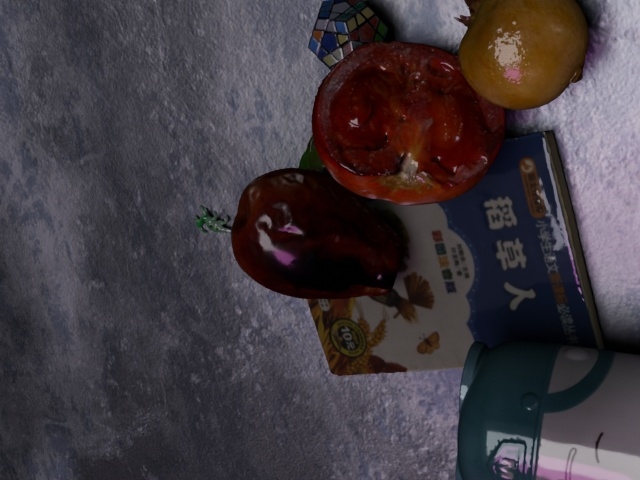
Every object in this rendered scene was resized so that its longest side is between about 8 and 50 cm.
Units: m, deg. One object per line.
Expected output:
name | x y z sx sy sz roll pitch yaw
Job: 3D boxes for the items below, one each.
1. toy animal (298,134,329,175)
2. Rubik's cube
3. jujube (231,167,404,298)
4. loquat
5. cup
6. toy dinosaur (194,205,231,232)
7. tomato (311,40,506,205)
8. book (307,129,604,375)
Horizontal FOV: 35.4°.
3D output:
toy animal | 0.013 -0.126 1.371 0.075 0.041 0.217 33 108 34
Rubik's cube | 0.035 -0.262 1.297 0.111 0.111 0.093 -31 63 38
jujube | 0.000 0.000 1.314 0.236 0.168 0.168 20 125 -15
loquat | 0.231 -0.227 1.152 0.163 0.137 0.163 12 119 23
cup | 0.302 0.266 1.217 0.257 0.219 0.290 7 110 21
toy dinosaur | -0.169 -0.021 1.573 0.062 0.021 0.083 -40 80 44
tomato | 0.104 -0.133 1.248 0.233 0.200 0.140 10 157 0
book | 0.150 0.033 1.368 0.427 0.039 0.300 -10 101 36
